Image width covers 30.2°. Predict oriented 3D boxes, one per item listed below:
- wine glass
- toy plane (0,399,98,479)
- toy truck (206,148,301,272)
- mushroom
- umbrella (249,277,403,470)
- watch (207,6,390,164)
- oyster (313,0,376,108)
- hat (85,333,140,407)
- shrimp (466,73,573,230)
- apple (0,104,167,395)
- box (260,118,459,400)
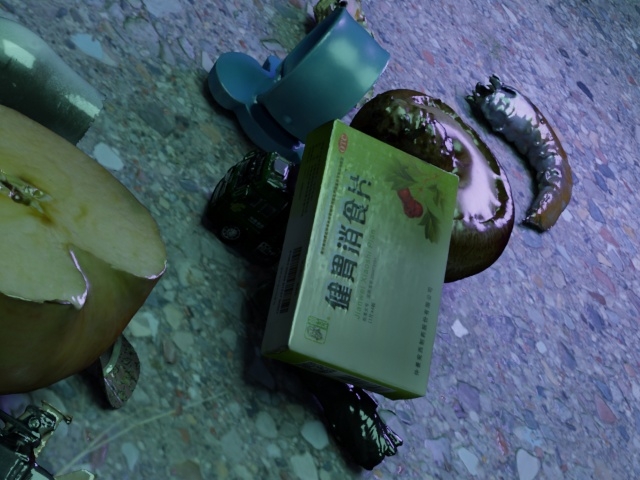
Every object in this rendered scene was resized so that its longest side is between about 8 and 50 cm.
[{"bbox_3d":[-0.326,-0.174,1.173,0.222,0.103,0.103,36,35,-21],"label":"wine glass"},{"bbox_3d":[-0.271,0.165,0.928,0.188,0.062,0.135,40,60,-11],"label":"toy plane"},{"bbox_3d":[0.000,0.000,1.365,0.259,0.121,0.088,37,34,-19],"label":"toy truck"},{"bbox_3d":[0.134,-0.075,1.574,0.278,0.163,0.297,40,33,-30],"label":"mushroom"},{"bbox_3d":[0.002,0.141,1.286,0.235,0.059,0.066,55,15,5],"label":"umbrella"},{"bbox_3d":[-0.007,-0.203,1.495,0.211,0.193,0.211,31,39,-29],"label":"watch"},{"bbox_3d":[0.029,-0.287,1.752,0.133,0.072,0.209,5,73,-56],"label":"oyster"},{"bbox_3d":[-0.202,0.113,1.093,0.058,0.042,0.087,-48,131,-54],"label":"hat"},{"bbox_3d":[0.356,-0.133,1.999,0.185,0.068,0.287,12,58,-39],"label":"shrimp"},{"bbox_3d":[-0.284,0.017,0.970,0.251,0.163,0.293,41,18,10],"label":"apple"},{"bbox_3d":[0.048,0.023,1.266,0.175,0.062,0.260,22,68,-27],"label":"box"}]
